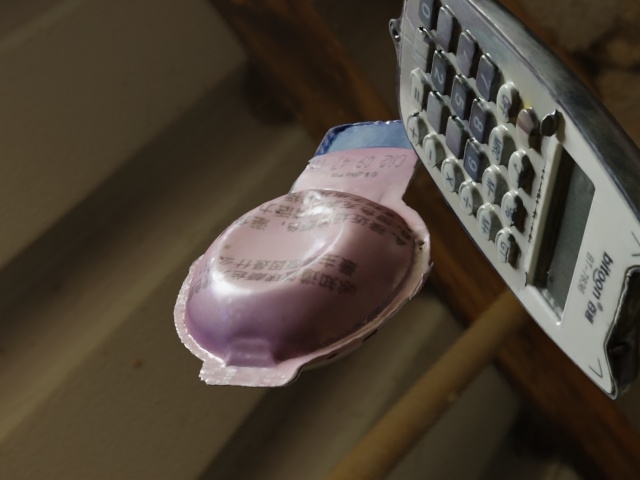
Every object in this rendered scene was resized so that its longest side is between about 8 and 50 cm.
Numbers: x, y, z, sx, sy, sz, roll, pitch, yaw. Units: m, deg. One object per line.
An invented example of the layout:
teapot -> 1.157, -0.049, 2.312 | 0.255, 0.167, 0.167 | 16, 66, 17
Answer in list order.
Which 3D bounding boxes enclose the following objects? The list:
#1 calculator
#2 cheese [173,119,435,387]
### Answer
calculator -> 0.112, -0.045, 0.854 | 0.040, 0.177, 0.268 | -25, -123, -21
cheese -> 0.000, 0.000, 1.017 | 0.286, 0.189, 0.074 | -63, -38, -45
